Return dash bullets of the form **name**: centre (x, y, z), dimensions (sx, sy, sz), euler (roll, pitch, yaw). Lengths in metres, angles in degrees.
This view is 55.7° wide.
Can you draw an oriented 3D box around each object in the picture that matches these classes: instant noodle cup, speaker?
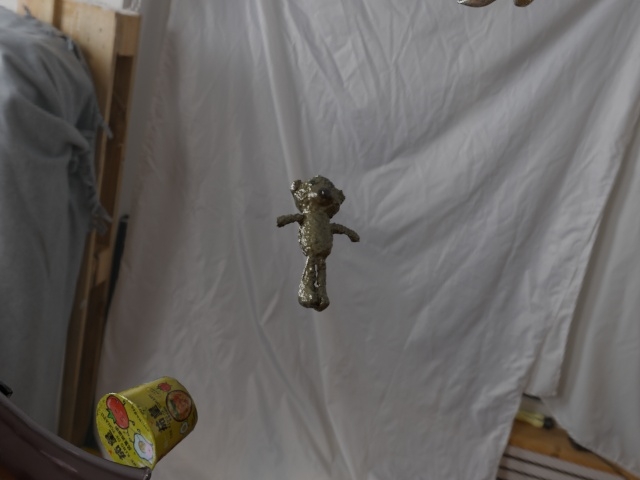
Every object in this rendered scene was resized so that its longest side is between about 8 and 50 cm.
- **instant noodle cup**: centre (-0.358, 0.379, 1.285), dimensions (0.182, 0.182, 0.144), euler (25, 26, 27)
- **speaker**: centre (-0.405, 0.295, 0.727), dimensions (0.329, 0.198, 0.259), euler (42, 28, -14)

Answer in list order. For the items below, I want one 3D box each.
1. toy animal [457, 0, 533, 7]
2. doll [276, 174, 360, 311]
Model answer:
- **toy animal**: centre (0.291, -0.522, 0.847), dimensions (0.241, 0.368, 0.196), euler (-3, 20, -9)
- **doll**: centre (-0.017, -0.005, 1.307), dimensions (0.202, 0.091, 0.286), euler (32, 64, -6)
